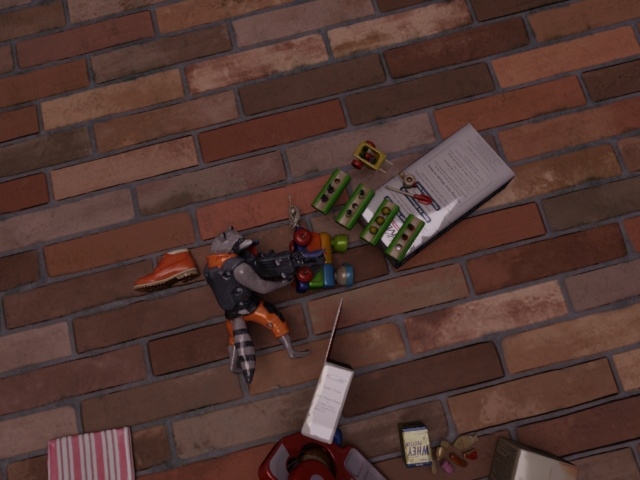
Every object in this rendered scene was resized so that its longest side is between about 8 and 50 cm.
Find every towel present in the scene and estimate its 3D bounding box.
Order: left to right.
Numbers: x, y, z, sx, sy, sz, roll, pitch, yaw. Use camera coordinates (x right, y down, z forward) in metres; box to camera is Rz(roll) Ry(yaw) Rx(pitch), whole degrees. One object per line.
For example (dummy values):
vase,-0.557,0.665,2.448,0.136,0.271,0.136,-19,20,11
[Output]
towel,-0.531,0.520,1.201,0.197,0.029,0.144,-9,78,-2

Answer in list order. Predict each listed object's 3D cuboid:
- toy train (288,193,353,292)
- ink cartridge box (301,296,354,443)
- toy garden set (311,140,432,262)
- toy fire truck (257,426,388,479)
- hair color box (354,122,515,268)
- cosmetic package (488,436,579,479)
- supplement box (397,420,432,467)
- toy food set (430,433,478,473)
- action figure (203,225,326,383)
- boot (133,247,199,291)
toy train,0.000,0.000,1.252,0.144,0.105,0.247,0,73,-12
ink cartridge box,0.035,0.264,1.088,0.066,0.296,0.260,17,80,5
toy garden set,0.133,-0.102,1.179,0.244,0.049,0.203,33,82,10
toy fire truck,0.022,0.520,1.070,0.302,0.254,0.169,44,121,4
hair color box,0.269,-0.105,1.250,0.347,0.105,0.173,-36,77,-5
cosmetic package,0.420,0.586,1.081,0.129,0.153,0.295,17,81,4
supplement box,0.209,0.452,1.151,0.056,0.083,0.083,-7,79,1
toy food set,0.302,0.485,1.170,0.122,0.019,0.077,-6,81,-12
action figure,-0.141,0.122,1.136,0.342,0.179,0.329,-19,94,37
boot,-0.385,0.074,1.271,0.158,0.059,0.084,-19,75,-10
